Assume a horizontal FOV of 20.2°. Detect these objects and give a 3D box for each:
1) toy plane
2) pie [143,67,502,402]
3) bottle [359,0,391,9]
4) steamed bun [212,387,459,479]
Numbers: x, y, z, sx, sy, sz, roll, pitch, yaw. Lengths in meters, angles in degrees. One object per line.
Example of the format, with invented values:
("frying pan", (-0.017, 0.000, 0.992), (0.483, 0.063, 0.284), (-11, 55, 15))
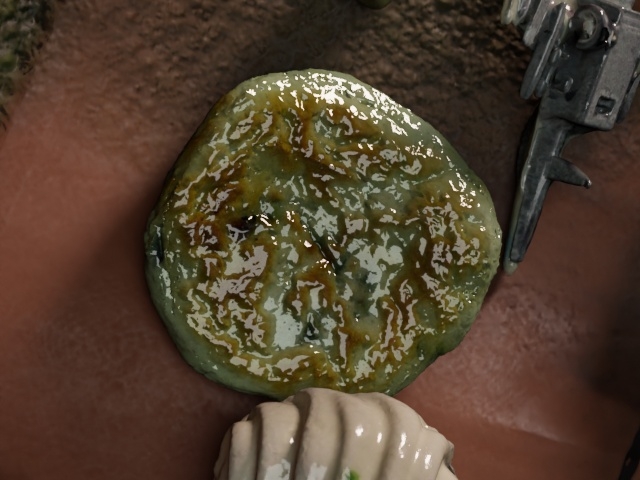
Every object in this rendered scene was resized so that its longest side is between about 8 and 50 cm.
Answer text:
("toy plane", (0.176, -0.099, 1.214), (0.192, 0.088, 0.262), (8, 94, -43))
("pie", (0.000, 0.000, 1.184), (0.240, 0.054, 0.241), (0, 92, -13))
("bottle", (0.058, -0.203, 1.197), (0.101, 0.047, 0.063), (-43, 92, -11))
("steamed bun", (0.003, 0.181, 1.131), (0.182, 0.106, 0.183), (9, 117, 19))
